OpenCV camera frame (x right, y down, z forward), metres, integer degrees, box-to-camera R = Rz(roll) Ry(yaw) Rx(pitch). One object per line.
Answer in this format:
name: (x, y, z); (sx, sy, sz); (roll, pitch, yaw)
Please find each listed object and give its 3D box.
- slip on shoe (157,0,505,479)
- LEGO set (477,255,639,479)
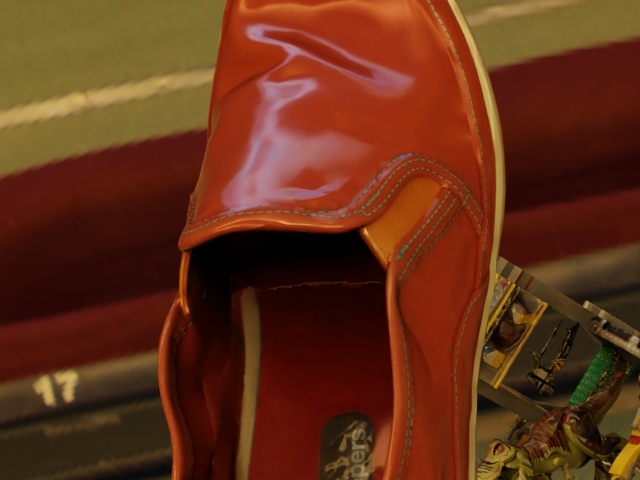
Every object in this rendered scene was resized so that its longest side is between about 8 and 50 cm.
slip on shoe: (0.000, 0.000, 0.560); (0.123, 0.101, 0.331); (-10, 58, 20)
LEGO set: (0.128, 0.150, 1.085); (0.331, 0.192, 0.255); (-56, 25, 10)
